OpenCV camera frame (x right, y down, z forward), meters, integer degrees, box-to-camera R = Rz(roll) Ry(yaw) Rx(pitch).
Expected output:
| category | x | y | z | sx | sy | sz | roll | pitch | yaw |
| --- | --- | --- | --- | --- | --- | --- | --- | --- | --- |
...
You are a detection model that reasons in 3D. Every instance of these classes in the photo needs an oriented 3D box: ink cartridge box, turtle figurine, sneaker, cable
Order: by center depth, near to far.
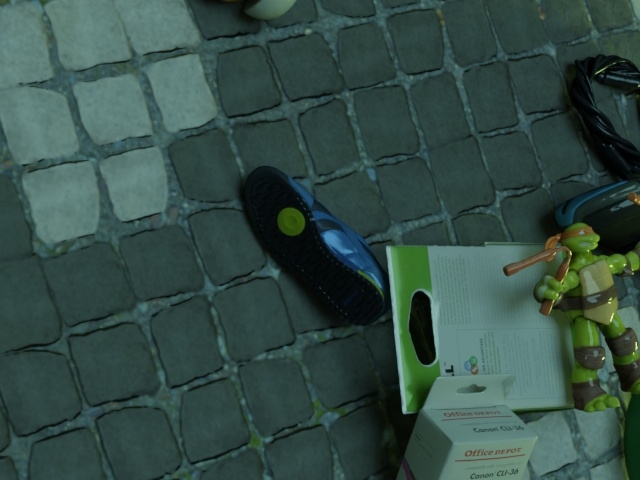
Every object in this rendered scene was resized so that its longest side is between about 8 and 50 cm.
| category | x | y | z | sx | sy | sz | roll | pitch | yaw |
| --- | --- | --- | --- | --- | --- | --- | --- | --- | --- |
| ink cartridge box | 0.150 | 0.239 | 1.505 | 0.115 | 0.067 | 0.198 | 0 | 118 | -32 |
| sneaker | 0.000 | 0.000 | 1.542 | 0.209 | 0.069 | 0.082 | 47 | 25 | -5 |
| turtle figurine | 0.291 | 0.073 | 1.572 | 0.269 | 0.087 | 0.217 | -19 | 98 | -44 |
| ink cartridge box | 0.164 | 0.100 | 1.595 | 0.255 | 0.097 | 0.188 | 1 | 79 | -31 |
| sneaker | 0.438 | -0.007 | 1.779 | 0.341 | 0.125 | 0.139 | -1 | 81 | -32 |
| cable | 0.390 | -0.169 | 1.833 | 0.184 | 0.047 | 0.150 | 48 | 57 | -13 |

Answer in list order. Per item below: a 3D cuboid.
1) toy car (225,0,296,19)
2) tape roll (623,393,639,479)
| category | x | y | z | sx | sy | sz | roll | pitch | yaw |
| --- | --- | --- | --- | --- | --- | --- | --- | --- | --- |
| toy car | -0.060 | -0.341 | 1.530 | 0.159 | 0.136 | 0.182 | 38 | 61 | -19 |
| tape roll | 0.534 | 0.252 | 1.751 | 0.321 | 0.077 | 0.321 | 4 | 75 | -14 |
